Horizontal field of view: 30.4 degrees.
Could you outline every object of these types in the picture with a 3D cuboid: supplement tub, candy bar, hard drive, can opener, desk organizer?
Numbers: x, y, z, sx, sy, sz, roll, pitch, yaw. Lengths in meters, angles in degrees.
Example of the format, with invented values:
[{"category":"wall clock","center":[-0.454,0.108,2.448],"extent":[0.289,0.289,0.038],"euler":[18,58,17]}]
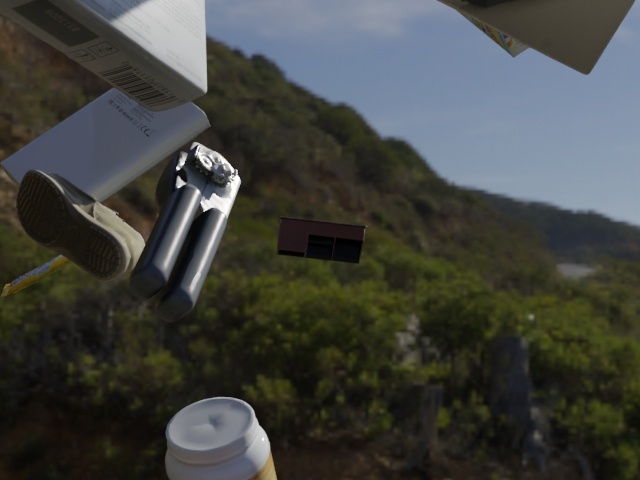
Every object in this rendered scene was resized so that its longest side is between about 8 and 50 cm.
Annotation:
[{"category":"supplement tub","center":[-0.131,0.331,1.609],"extent":[0.144,0.200,0.144],"euler":[-7,27,4]},{"category":"candy bar","center":[-0.475,0.052,2.007],"extent":[0.161,0.018,0.040],"euler":[-28,26,14]},{"category":"hard drive","center":[-0.366,-0.162,1.995],"extent":[0.203,0.307,0.040],"euler":[39,-20,39]},{"category":"can opener","center":[-0.144,-0.012,1.249],"extent":[0.074,0.280,0.093],"euler":[41,-62,-19]},{"category":"desk organizer","center":[0.000,0.000,1.755],"extent":[0.130,0.050,0.047],"euler":[6,-12,-3]}]

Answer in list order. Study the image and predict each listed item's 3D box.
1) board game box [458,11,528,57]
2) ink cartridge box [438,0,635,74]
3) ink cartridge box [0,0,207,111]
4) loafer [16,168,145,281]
[{"category":"board game box","center":[0.189,-0.346,1.327],"extent":[0.142,0.144,0.275],"euler":[-33,37,-1]},{"category":"ink cartridge box","center":[0.180,-0.327,1.087],"extent":[0.296,0.066,0.261],"euler":[27,-46,2]},{"category":"ink cartridge box","center":[-0.251,-0.381,1.355],"extent":[0.091,0.385,0.308],"euler":[-15,-22,24]},{"category":"loafer","center":[-0.369,-0.020,1.816],"extent":[0.268,0.102,0.092],"euler":[38,18,30]}]
